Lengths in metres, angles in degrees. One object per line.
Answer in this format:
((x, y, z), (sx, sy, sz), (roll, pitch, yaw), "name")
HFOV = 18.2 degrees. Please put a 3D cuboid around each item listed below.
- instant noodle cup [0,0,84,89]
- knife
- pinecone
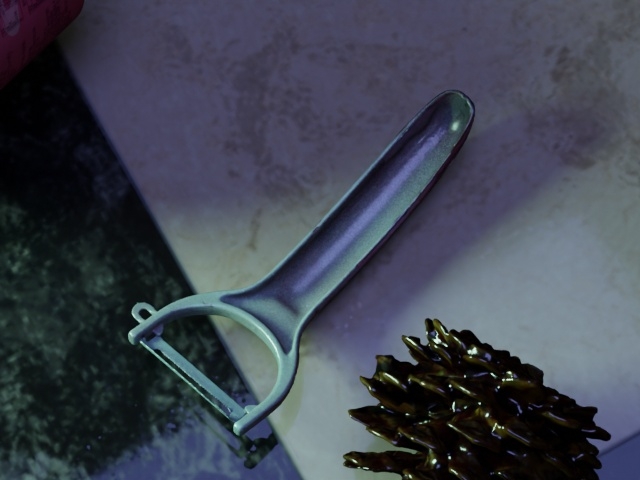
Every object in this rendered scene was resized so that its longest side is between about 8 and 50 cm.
((-0.272, -0.186, 1.346), (0.181, 0.258, 0.302), (-42, 107, -27), "instant noodle cup")
((0.000, 0.001, 1.353), (0.123, 0.053, 0.278), (40, 75, 19), "knife")
((0.083, 0.144, 1.251), (0.163, 0.163, 0.165), (32, 87, 12), "pinecone")
